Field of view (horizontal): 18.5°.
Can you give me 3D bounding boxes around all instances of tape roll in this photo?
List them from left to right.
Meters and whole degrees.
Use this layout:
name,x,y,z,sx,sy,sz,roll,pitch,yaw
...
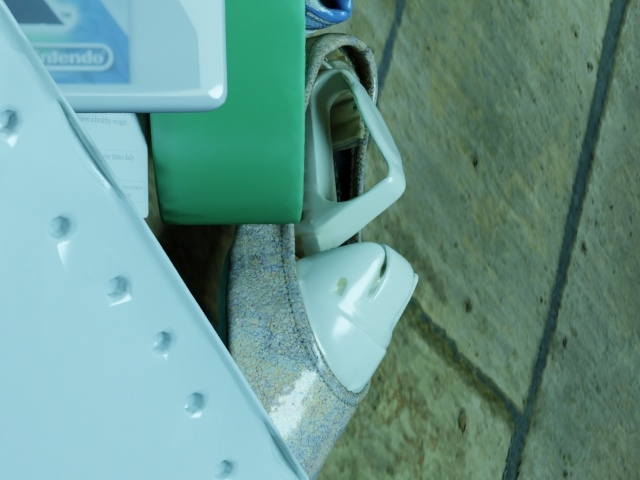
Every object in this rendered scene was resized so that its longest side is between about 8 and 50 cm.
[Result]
name,x,y,z,sx,sy,sz,roll,pitch,yaw
tape roll,-0.048,-0.168,1.038,0.321,0.077,0.321,179,-90,-89

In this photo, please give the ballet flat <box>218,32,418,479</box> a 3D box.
name,x,y,z,sx,sy,sz,roll,pitch,yaw
ballet flat,0.000,0.000,1.157,0.107,0.106,0.316,44,35,-50

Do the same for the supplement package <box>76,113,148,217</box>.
name,x,y,z,sx,sy,sz,roll,pitch,yaw
supplement package,-0.172,-0.131,0.922,0.134,0.139,0.244,0,90,-58

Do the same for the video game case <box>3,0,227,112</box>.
name,x,y,z,sx,sy,sz,roll,pitch,yaw
video game case,-0.199,-0.201,0.794,0.329,0.036,0.300,-2,90,-22

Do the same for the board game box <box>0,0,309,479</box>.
name,x,y,z,sx,sy,sz,roll,pitch,yaw
board game box,-0.200,0.151,0.805,0.390,0.050,0.390,-43,131,-17

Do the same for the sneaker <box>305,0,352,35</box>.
name,x,y,z,sx,sy,sz,roll,pitch,yaw
sneaker,-0.016,-0.191,1.262,0.135,0.058,0.052,61,41,-38
